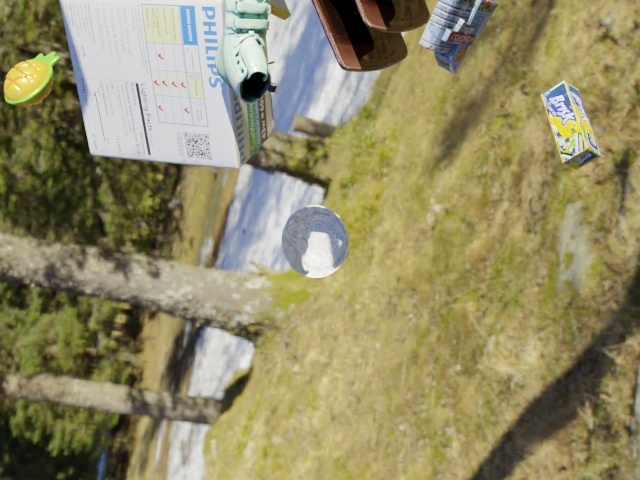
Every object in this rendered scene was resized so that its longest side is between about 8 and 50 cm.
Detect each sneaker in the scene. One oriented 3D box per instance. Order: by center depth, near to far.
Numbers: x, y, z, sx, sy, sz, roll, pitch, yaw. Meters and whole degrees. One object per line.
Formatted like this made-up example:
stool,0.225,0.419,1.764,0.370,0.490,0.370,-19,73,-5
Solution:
sneaker,-0.113,-0.367,1.346,0.151,0.094,0.255,56,144,39

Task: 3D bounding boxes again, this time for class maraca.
maraca,-0.722,-0.408,1.923,0.099,0.127,0.185,65,-147,-48

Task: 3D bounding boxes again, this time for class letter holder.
letter holder,0.121,-0.418,1.314,0.152,0.302,0.214,-17,98,31

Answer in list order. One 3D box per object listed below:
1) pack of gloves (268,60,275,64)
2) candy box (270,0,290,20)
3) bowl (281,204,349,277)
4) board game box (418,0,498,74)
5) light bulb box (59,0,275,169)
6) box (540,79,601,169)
pack of gloves,-0.266,-0.483,2.149,0.232,0.195,0.046,7,115,60
candy box,-0.143,-0.619,1.812,0.027,0.105,0.205,-35,66,32
bowl,0.000,0.000,1.818,0.080,0.170,0.170,-12,-62,-69
board game box,0.324,-0.501,1.852,0.060,0.194,0.194,37,119,26
light bulb box,-0.309,-0.364,1.626,0.225,0.361,0.357,-57,-30,-55
box,0.492,-0.228,1.509,0.059,0.054,0.168,-33,54,39
